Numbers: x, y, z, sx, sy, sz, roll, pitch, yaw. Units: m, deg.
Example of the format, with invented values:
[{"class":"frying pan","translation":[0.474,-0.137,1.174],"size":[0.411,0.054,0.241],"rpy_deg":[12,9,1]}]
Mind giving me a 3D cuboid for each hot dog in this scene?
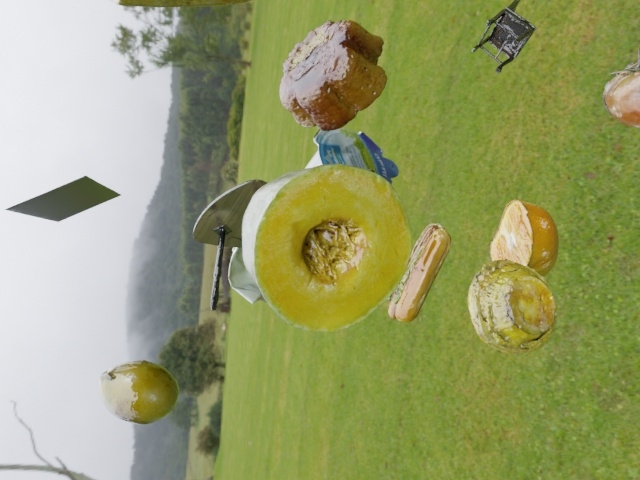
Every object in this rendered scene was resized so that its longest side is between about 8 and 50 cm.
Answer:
[{"class":"hot dog","translation":[0.287,0.105,1.397],"size":[0.135,0.100,0.337],"rpy_deg":[-101,32,-70]}]

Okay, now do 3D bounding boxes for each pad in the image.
[{"class":"pad","translation":[-0.562,-0.087,1.030],"size":[0.006,0.170,0.245],"rpy_deg":[64,172,-1]}]

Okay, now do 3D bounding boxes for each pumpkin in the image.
[{"class":"pumpkin","translation":[0.000,0.000,0.948],"size":[0.199,0.332,0.332],"rpy_deg":[-154,66,-66]}]

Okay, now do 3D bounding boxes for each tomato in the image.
[{"class":"tomato","translation":[0.797,-0.366,1.083],"size":[0.214,0.181,0.155],"rpy_deg":[-47,-5,30]}]

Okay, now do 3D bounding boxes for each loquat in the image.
[{"class":"loquat","translation":[-0.430,0.355,1.088],"size":[0.152,0.195,0.152],"rpy_deg":[-35,28,22]}]

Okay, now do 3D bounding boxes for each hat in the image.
[{"class":"hat","translation":[-0.181,0.084,1.641],"size":[0.257,0.168,0.301],"rpy_deg":[-56,-25,1]}]

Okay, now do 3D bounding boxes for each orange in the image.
[{"class":"orange","translation":[0.693,0.027,1.600],"size":[0.310,0.274,0.274],"rpy_deg":[-54,32,29]}]

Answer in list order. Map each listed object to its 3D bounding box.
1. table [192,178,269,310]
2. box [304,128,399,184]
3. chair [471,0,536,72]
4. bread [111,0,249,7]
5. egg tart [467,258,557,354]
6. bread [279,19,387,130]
[{"class":"table","translation":[-0.170,0.041,1.296],"size":[0.317,0.317,0.249],"rpy_deg":[110,152,-52]},{"class":"box","translation":[0.062,-0.181,1.375],"size":[0.206,0.291,0.262],"rpy_deg":[-38,64,46]},{"class":"chair","translation":[0.527,-0.581,1.257],"size":[0.113,0.229,0.106],"rpy_deg":[43,157,10]},{"class":"bread","translation":[-0.201,-0.442,0.726],"size":[0.152,0.268,0.129],"rpy_deg":[35,133,45]},{"class":"egg tart","translation":[0.562,0.186,1.298],"size":[0.123,0.294,0.294],"rpy_deg":[154,116,-69]},{"class":"bread","translation":[0.020,-0.365,1.010],"size":[0.247,0.135,0.232],"rpy_deg":[-20,55,37]}]
